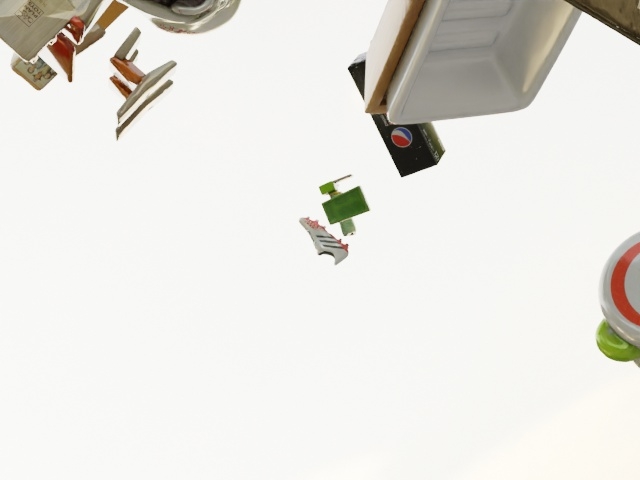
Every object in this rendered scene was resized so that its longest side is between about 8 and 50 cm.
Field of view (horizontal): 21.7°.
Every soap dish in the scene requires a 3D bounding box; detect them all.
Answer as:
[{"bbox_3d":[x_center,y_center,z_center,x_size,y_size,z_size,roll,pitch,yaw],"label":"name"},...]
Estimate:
[{"bbox_3d":[0.185,-0.270,1.997,0.229,0.118,0.291,-8,-32,-22],"label":"soap dish"}]

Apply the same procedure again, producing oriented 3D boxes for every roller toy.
[{"bbox_3d":[0.485,0.086,2.271,0.209,0.191,0.146,-4,-30,22],"label":"roller toy"}]

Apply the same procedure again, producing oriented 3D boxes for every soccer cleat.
[{"bbox_3d":[0.000,0.000,2.198,0.035,0.083,0.029,-50,-12,-14],"label":"soccer cleat"},{"bbox_3d":[-0.166,-0.301,2.051,0.116,0.143,0.331,-61,-26,8],"label":"soccer cleat"}]

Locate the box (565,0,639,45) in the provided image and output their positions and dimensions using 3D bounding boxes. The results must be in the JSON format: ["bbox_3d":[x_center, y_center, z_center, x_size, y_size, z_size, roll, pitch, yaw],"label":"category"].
[{"bbox_3d":[0.276,-0.342,1.460,0.079,0.257,0.322,-40,-25,-36],"label":"box"}]

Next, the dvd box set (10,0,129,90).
[{"bbox_3d":[-0.252,-0.418,2.311,0.420,0.062,0.307,-40,24,21],"label":"dvd box set"}]

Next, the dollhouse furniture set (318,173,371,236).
[{"bbox_3d":[0.042,-0.050,2.296,0.059,0.076,0.152,-22,-4,8],"label":"dollhouse furniture set"}]

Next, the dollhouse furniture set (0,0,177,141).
[{"bbox_3d":[-0.297,-0.231,1.821,0.135,0.262,0.259,-48,0,-13],"label":"dollhouse furniture set"}]

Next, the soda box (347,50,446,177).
[{"bbox_3d":[0.101,-0.172,2.202,0.060,0.169,0.053,-19,17,26],"label":"soda box"}]
